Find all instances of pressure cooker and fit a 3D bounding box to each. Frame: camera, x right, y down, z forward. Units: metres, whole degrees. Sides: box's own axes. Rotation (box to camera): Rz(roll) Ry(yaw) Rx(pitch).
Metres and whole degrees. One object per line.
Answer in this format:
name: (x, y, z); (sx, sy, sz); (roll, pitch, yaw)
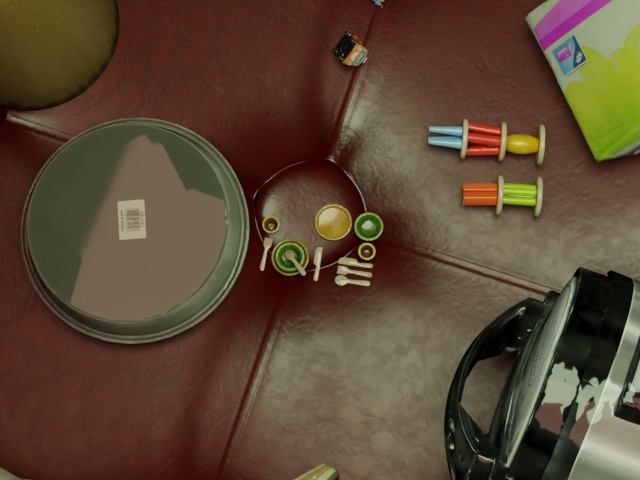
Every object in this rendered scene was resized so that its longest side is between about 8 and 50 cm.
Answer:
pressure cooker: (0.345, 0.236, 1.687); (0.420, 0.370, 0.376); (22, 85, 7)

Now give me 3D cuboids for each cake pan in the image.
cake pan: (-0.237, -0.019, 1.876); (0.293, 0.054, 0.293); (0, 79, 2)

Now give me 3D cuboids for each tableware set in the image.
tableware set: (0.000, 0.000, 1.915); (0.154, 0.024, 0.104); (9, 79, 4)

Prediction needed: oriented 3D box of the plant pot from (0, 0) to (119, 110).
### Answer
plant pot: (-0.387, -0.309, 1.869); (0.237, 0.254, 0.237); (0, 80, 1)

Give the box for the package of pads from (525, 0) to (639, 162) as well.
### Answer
package of pads: (0.417, -0.250, 1.830); (0.101, 0.296, 0.229); (-14, 75, -43)

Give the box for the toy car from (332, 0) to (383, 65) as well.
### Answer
toy car: (0.063, -0.279, 1.954); (0.040, 0.060, 0.122); (32, 88, -25)

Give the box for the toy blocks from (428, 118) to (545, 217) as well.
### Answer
toy blocks: (0.210, -0.094, 1.912); (0.148, 0.054, 0.123); (4, 79, 2)

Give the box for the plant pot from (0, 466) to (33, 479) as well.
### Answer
plant pot: (-0.491, 0.346, 1.733); (0.305, 0.334, 0.334); (34, 82, 18)

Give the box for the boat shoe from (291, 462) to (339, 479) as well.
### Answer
boat shoe: (-0.068, 0.324, 1.836); (0.190, 0.068, 0.072); (-35, 68, -5)
